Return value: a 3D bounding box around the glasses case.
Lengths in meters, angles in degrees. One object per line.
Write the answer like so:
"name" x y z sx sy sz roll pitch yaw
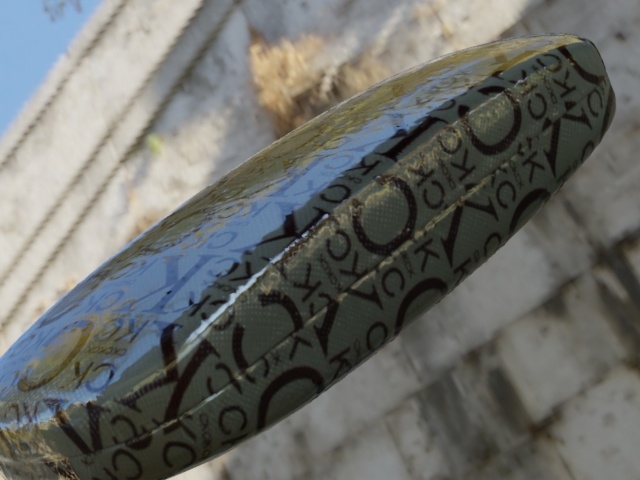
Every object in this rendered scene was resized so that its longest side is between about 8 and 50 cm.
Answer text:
"glasses case" 0.000 0.000 0.781 0.355 0.137 0.085 -36 -73 -39
